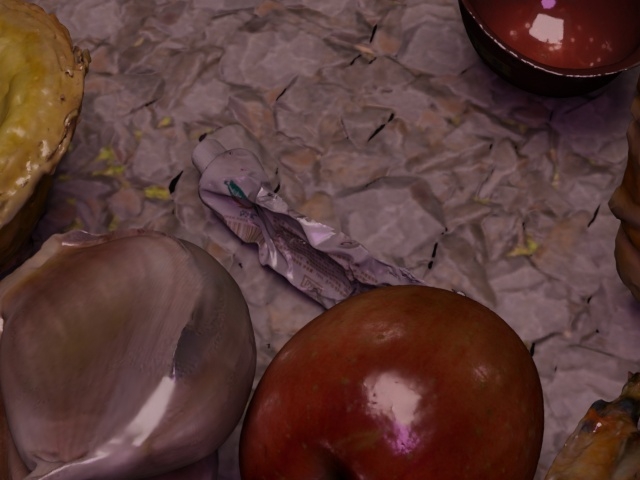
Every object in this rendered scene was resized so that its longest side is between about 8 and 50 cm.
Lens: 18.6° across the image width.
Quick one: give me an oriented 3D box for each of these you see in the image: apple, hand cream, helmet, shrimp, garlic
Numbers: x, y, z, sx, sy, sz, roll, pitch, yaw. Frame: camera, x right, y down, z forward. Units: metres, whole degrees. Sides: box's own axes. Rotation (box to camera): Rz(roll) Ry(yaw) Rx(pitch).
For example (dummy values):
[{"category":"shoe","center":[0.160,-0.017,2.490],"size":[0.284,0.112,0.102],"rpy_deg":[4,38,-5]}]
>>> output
[{"category":"apple","center":[0.044,0.120,1.207],"size":[0.181,0.181,0.168],"rpy_deg":[17,34,13]},{"category":"hand cream","center":[-0.003,0.002,1.352],"size":[0.050,0.084,0.257],"rpy_deg":[-34,56,-30]},{"category":"helmet","center":[0.178,-0.162,1.445],"size":[0.155,0.106,0.175],"rpy_deg":[-38,64,-21]},{"category":"shrimp","center":[0.188,0.195,1.196],"size":[0.145,0.059,0.254],"rpy_deg":[44,50,-7]},{"category":"garlic","center":[-0.161,0.104,1.185],"size":[0.237,0.210,0.292],"rpy_deg":[-1,31,-21]}]

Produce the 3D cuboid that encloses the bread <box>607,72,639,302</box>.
[{"category":"bread","center":[0.388,-0.034,1.189],"size":[0.279,0.371,0.390],"rpy_deg":[-35,64,-26]}]

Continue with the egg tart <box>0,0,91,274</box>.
[{"category":"egg tart","center":[-0.290,-0.040,1.336],"size":[0.315,0.120,0.315],"rpy_deg":[-14,41,13]}]
